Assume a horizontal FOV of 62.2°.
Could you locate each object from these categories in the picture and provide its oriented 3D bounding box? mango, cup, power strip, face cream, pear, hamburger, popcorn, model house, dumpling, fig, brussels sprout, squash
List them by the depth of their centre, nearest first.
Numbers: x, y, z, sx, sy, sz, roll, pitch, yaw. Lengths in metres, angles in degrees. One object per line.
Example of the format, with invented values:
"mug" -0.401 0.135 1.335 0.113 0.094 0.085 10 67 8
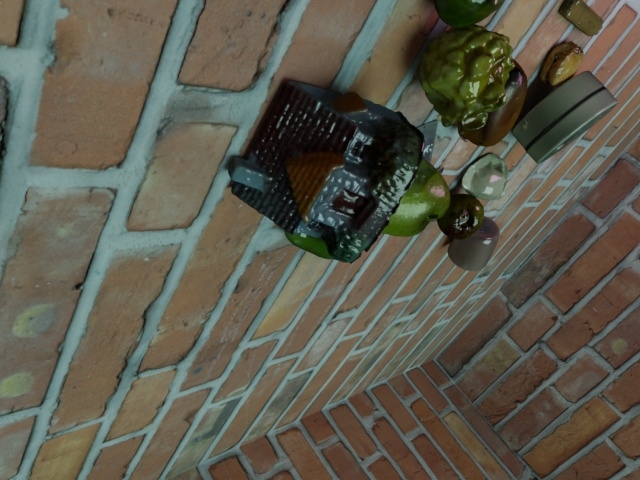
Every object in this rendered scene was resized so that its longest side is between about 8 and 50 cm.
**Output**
"brussels sprout" 0.330 -0.562 1.187 0.180 0.144 0.162 4 95 -38
"model house" -0.010 -0.184 1.218 0.339 0.297 0.360 19 122 -24
"popcorn" 0.365 -0.411 1.334 0.258 0.224 0.270 -66 145 -37
"pear" 0.229 -0.140 1.455 0.292 0.292 0.159 -21 154 -32
"mango" 0.527 -0.413 1.628 0.201 0.153 0.287 -16 143 -23
"squash" 0.000 0.000 1.634 0.101 0.101 0.378 -47 153 13
"face cream" 0.314 -0.270 1.685 0.114 0.070 0.224 -26 137 -27
"power strip" 0.835 -0.712 1.692 0.305 0.044 0.064 -3 134 -47
"hamburger" 0.819 -0.596 1.797 0.138 0.083 0.147 -23 146 -22
"power strip" 0.893 -0.447 1.930 0.357 0.161 0.357 -34 168 -8
"dumpling" 0.647 -0.250 2.072 0.252 0.131 0.179 9 108 -30
"fig" 0.547 -0.094 2.097 0.181 0.181 0.191 -38 -179 -5
"cup" 0.712 -0.016 2.426 0.200 0.191 0.253 101 16 -46

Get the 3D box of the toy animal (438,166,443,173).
"toy animal" 0.349 -0.194 1.837 0.217 0.041 0.075 -21 129 -29
